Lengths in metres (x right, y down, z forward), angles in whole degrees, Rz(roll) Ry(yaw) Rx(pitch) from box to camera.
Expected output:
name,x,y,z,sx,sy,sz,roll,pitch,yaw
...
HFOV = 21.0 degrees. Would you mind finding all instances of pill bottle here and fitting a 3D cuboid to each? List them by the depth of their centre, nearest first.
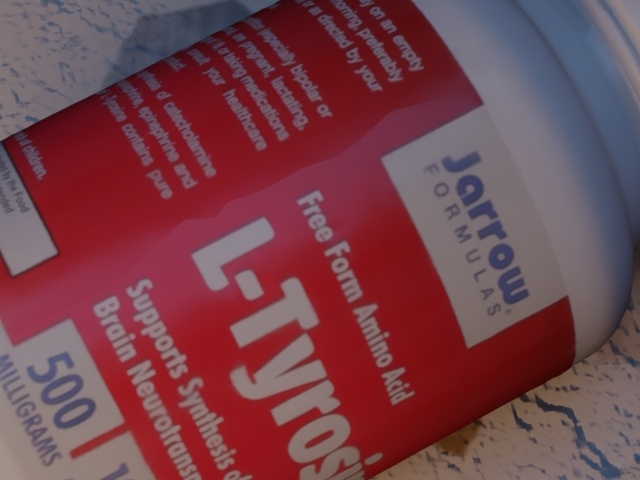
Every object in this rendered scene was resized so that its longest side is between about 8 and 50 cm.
name,x,y,z,sx,sy,sz,roll,pitch,yaw
pill bottle,0.000,0.000,0.847,0.408,0.229,0.229,-28,66,-7
